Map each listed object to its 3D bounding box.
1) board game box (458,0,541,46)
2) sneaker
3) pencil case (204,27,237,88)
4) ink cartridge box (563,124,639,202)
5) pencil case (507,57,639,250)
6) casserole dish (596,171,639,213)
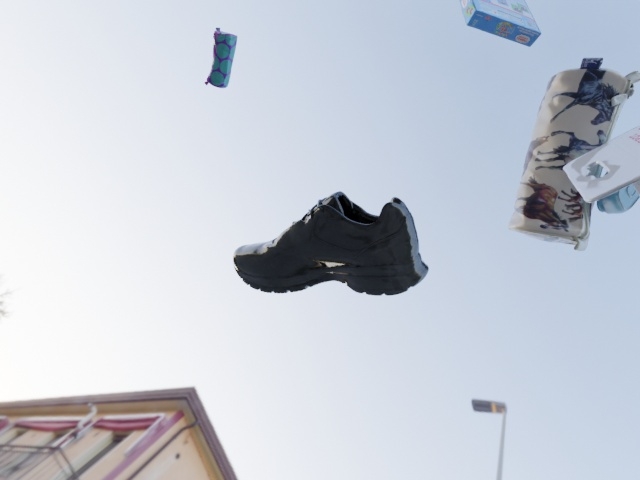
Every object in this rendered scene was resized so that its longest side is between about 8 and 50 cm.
[{"bbox_3d":[0.373,-0.518,0.882,0.160,0.212,0.039,9,-32,-15],"label":"board game box"},{"bbox_3d":[0.000,0.000,0.564,0.286,0.109,0.130,-4,-71,23],"label":"sneaker"},{"bbox_3d":[-0.282,-0.513,1.153,0.064,0.070,0.152,45,-50,34],"label":"pencil case"},{"bbox_3d":[0.274,-0.062,0.269,0.180,0.104,0.060,-31,-80,31],"label":"ink cartridge box"},{"bbox_3d":[0.557,-0.180,0.911,0.183,0.159,0.410,11,-96,66],"label":"pencil case"},{"bbox_3d":[0.641,-0.135,0.833,0.188,0.114,0.037,-53,-146,-1],"label":"casserole dish"}]
